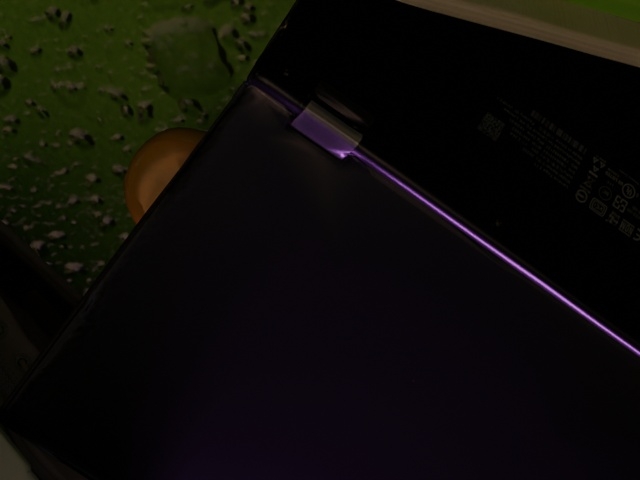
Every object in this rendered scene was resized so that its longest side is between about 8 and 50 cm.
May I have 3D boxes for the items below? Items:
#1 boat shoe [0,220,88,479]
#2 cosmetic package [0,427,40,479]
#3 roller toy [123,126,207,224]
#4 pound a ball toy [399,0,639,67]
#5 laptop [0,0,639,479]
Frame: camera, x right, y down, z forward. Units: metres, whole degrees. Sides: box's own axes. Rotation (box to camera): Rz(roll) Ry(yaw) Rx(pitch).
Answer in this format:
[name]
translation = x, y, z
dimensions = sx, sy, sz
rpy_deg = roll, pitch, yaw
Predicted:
[boat shoe]
translation = -0.166, 0.098, 0.975
dimensions = 0.302, 0.109, 0.098
rpy_deg = 42, 120, 2
[cosmetic package]
translation = -0.271, 0.130, 0.897
dimensions = 0.284, 0.097, 0.377
rpy_deg = 56, 161, -9
[roller toy]
translation = 0.000, 0.000, 0.841
dimensions = 0.209, 0.146, 0.191
rpy_deg = -21, 102, 4
[pound a ball toy]
translation = 0.196, -0.184, 0.604
dimensions = 0.319, 0.135, 0.208
rpy_deg = 11, 143, -18
[laptop]
translation = 0.110, 0.015, 0.762
dimensions = 0.382, 0.408, 0.236
rpy_deg = 35, 157, -10
